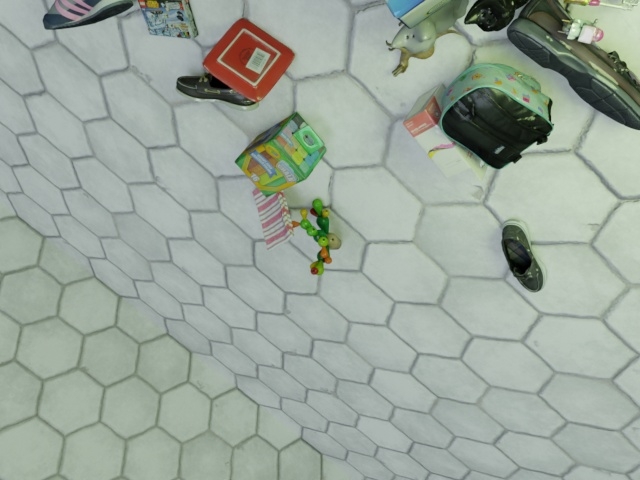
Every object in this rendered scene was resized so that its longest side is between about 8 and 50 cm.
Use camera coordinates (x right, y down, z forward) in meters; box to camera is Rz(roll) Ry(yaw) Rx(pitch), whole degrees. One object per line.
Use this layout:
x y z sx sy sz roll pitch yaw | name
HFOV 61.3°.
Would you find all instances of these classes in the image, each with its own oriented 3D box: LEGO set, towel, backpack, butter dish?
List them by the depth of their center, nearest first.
0.448 -0.435 0.780 0.107 0.132 0.287 15 132 8 | LEGO set
0.325 -0.249 1.030 0.188 0.144 0.166 20 148 -21 | backpack
-0.165 -0.395 1.248 0.160 0.160 0.118 34 165 0 | butter dish
-0.141 -0.078 1.553 0.144 0.029 0.197 -33 69 53 | towel

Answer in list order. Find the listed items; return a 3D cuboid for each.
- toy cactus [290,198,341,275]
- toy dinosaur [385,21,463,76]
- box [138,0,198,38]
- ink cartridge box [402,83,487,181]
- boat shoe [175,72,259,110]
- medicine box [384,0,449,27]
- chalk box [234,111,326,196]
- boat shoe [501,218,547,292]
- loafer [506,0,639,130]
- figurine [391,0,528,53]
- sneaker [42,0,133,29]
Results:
0.000 0.000 1.535 0.112 0.219 0.180 -19 161 23 | toy cactus
0.192 -0.395 1.065 0.093 0.053 0.183 31 153 -23 | toy dinosaur
-0.368 -0.541 1.304 0.137 0.027 0.094 14 140 22 | box
0.272 -0.213 1.138 0.198 0.115 0.067 47 139 -17 | ink cartridge box
-0.261 -0.388 1.359 0.228 0.081 0.068 15 136 11 | boat shoe
0.155 -0.497 0.743 0.263 0.149 0.289 -30 94 23 | medicine box
-0.085 -0.221 1.367 0.213 0.132 0.132 -19 120 45 | chalk box
0.489 0.055 1.308 0.080 0.076 0.228 -1 131 36 | boat shoe
0.465 -0.307 0.921 0.302 0.095 0.109 35 -174 -4 | loafer
0.237 -0.387 0.898 0.215 0.209 0.092 -4 129 38 | figurine
-0.595 -0.611 1.345 0.319 0.112 0.131 -1 114 33 | sneaker
